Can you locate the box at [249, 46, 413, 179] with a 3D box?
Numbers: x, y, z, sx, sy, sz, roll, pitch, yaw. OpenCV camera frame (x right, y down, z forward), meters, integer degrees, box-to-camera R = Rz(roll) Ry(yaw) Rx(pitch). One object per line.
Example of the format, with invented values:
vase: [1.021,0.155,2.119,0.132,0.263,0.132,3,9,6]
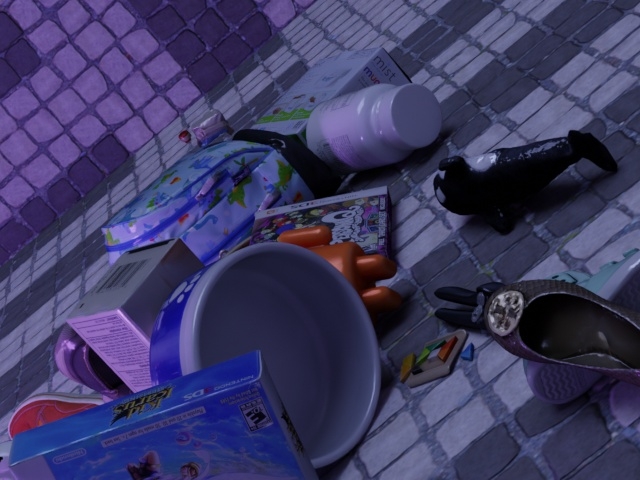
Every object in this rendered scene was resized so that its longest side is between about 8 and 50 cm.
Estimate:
box: [0.012,-0.220,2.598,0.231,0.127,0.262,-46,19,-18]

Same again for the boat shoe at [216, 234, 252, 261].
boat shoe: [-0.164,0.095,2.256,0.285,0.104,0.089,-46,22,-15]

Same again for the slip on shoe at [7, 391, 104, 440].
slip on shoe: [-0.390,0.301,2.223,0.331,0.123,0.101,-10,39,49]

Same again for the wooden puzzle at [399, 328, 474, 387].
wooden puzzle: [0.134,0.137,1.705,0.116,0.014,0.078,-28,22,33]

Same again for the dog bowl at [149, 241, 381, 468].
dog bowl: [-0.062,0.141,1.686,0.104,0.265,0.265,-22,25,50]

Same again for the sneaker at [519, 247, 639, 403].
sneaker: [0.297,0.039,1.464,0.256,0.094,0.151,-39,24,14]

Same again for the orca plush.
orca plush: [0.253,-0.061,1.871,0.287,0.102,0.151,-10,-11,40]

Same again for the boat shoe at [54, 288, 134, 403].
boat shoe: [-0.242,0.166,1.956,0.132,0.130,0.355,-63,-19,-13]

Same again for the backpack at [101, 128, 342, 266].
backpack: [-0.185,-0.030,2.407,0.355,0.273,0.290,-55,24,-12]

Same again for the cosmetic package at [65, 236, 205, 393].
cosmetic package: [-0.149,0.150,1.791,0.153,0.296,0.129,-12,33,52]

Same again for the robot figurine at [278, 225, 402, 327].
robot figurine: [-0.008,0.072,1.904,0.219,0.158,0.128,-13,26,16]

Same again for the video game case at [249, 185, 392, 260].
video game case: [0.000,0.000,2.124,0.210,0.042,0.232,-11,24,9]

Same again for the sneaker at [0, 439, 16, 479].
sneaker: [-0.231,0.269,1.646,0.130,0.323,0.236,-54,19,20]

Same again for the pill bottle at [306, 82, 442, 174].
pill bottle: [0.088,-0.184,2.353,0.131,0.131,0.229,-50,21,-27]

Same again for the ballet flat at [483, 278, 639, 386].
ballet flat: [0.251,0.090,1.352,0.250,0.058,0.084,19,92,40]

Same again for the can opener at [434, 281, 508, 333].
can opener: [0.182,0.080,1.698,0.186,0.073,0.059,-9,75,63]

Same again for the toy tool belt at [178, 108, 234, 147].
toy tool belt: [-0.188,-0.176,2.410,0.083,0.051,0.052,-34,26,2]

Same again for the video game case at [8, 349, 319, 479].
video game case: [-0.141,0.263,1.481,0.269,0.244,0.061,-20,28,6]
